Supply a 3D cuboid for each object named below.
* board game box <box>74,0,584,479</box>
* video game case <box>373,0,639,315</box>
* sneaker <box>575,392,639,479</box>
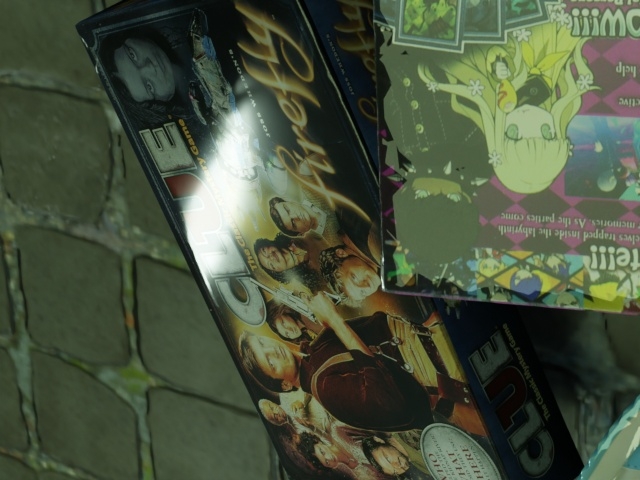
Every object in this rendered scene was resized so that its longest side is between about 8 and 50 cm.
[{"bbox_3d":[0.000,0.000,0.666,0.165,0.042,0.243,-3,116,54],"label":"board game box"},{"bbox_3d":[0.128,-0.077,0.501,0.232,0.042,0.210,4,106,24],"label":"video game case"},{"bbox_3d":[0.168,0.077,0.603,0.092,0.087,0.228,39,132,11],"label":"sneaker"}]
